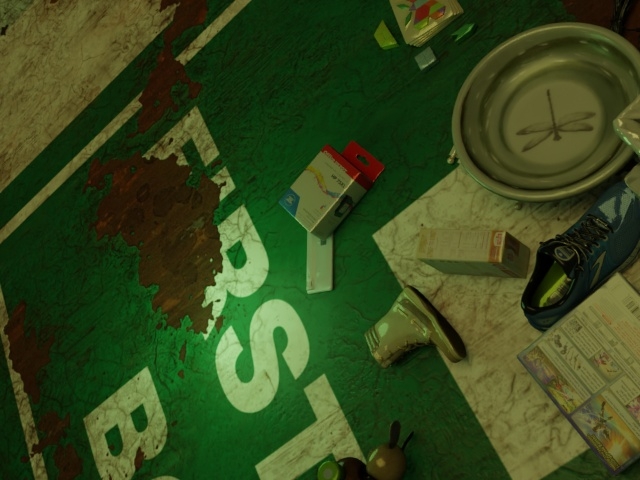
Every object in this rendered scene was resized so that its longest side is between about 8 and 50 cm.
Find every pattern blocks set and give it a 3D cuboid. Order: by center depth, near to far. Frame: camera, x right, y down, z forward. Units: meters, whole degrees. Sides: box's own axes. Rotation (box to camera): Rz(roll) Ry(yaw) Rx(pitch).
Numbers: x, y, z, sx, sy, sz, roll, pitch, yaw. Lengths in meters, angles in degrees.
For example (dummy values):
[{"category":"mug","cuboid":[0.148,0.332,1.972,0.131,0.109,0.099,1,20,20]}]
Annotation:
[{"category":"pattern blocks set","cuboid":[0.249,-0.572,1.995,0.285,0.026,0.325,-43,56,15]}]

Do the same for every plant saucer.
[{"category":"plant saucer","cuboid":[0.470,-0.248,1.672,0.400,0.100,0.401,-11,65,24]}]

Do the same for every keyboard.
[{"category":"keyboard","cuboid":[0.000,0.000,1.983,0.072,0.014,0.256,-9,70,27]}]

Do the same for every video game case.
[{"category":"video game case","cuboid":[0.534,0.237,1.477,0.244,0.061,0.270,-43,66,14]}]

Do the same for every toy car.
[{"category":"toy car","cuboid":[0.115,0.451,1.670,0.149,0.155,0.188,31,83,37]}]

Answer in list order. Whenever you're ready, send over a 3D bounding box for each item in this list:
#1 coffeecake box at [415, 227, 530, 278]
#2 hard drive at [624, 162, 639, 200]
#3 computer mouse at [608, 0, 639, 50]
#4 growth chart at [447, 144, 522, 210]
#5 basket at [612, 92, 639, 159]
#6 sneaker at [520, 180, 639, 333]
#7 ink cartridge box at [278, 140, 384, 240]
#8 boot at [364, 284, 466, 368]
[{"category":"coffeecake box","cuboid":[0.311,0.027,1.675,0.185,0.142,0.068,3,76,35]},{"category":"hard drive","cuboid":[0.632,0.010,1.328,0.047,0.353,0.233,-50,54,12]},{"category":"computer mouse","cuboid":[0.695,-0.444,1.629,0.262,0.060,0.184,7,82,48]},{"category":"growth chart","cuboid":[0.386,-0.191,1.775,0.237,0.021,0.172,39,97,37]},{"category":"basket","cuboid":[0.742,-0.167,1.369,0.328,0.266,0.331,-45,54,14]},{"category":"sneaker","cuboid":[0.494,0.029,1.547,0.129,0.147,0.330,37,96,37]},{"category":"ink cartridge box","cuboid":[0.027,-0.131,1.956,0.231,0.078,0.134,-50,57,5]},{"category":"boot","cuboid":[0.195,0.217,1.733,0.165,0.077,0.213,-47,49,11]}]
